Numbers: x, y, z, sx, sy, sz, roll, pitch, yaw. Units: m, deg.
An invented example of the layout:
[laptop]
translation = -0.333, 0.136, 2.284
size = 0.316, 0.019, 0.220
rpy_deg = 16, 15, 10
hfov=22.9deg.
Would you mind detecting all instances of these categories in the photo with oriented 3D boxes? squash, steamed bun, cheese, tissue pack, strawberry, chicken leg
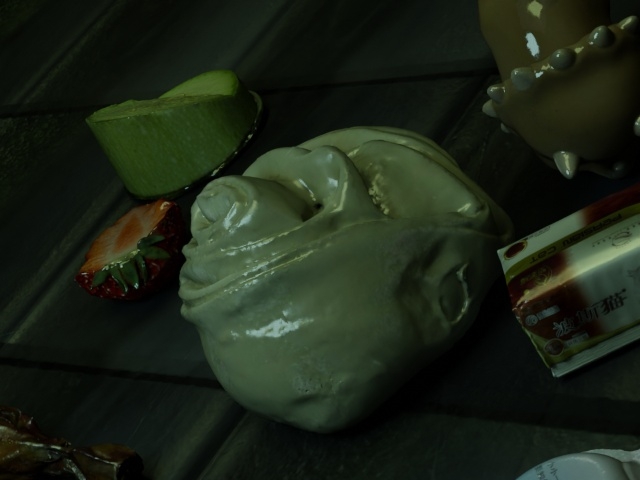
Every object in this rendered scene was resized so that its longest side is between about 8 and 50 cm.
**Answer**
[squash]
translation = -0.191, -0.162, 2.076
size = 0.220, 0.133, 0.220
rpy_deg = -25, 25, 12
[steamed bun]
translation = 0.004, 0.003, 1.529
size = 0.324, 0.219, 0.310
rpy_deg = -38, 30, -6
[cheese]
translation = 0.158, 0.231, 1.211
size = 0.245, 0.052, 0.135
rpy_deg = -31, 27, 8
[tissue pack]
translation = 0.242, 0.031, 1.370
size = 0.149, 0.099, 0.106
rpy_deg = -28, 30, 13
[strawberry]
translation = -0.221, 0.014, 1.888
size = 0.146, 0.082, 0.187
rpy_deg = -24, 24, 8
[chicken leg]
translation = -0.299, 0.221, 1.637
size = 0.304, 0.113, 0.093
rpy_deg = 3, 68, 44

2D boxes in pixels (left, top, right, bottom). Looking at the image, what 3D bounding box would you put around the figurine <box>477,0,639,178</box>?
[figurine]
translation = 0.240, -0.178, 1.538
size = 0.177, 0.247, 0.173
rpy_deg = -7, 0, 9
